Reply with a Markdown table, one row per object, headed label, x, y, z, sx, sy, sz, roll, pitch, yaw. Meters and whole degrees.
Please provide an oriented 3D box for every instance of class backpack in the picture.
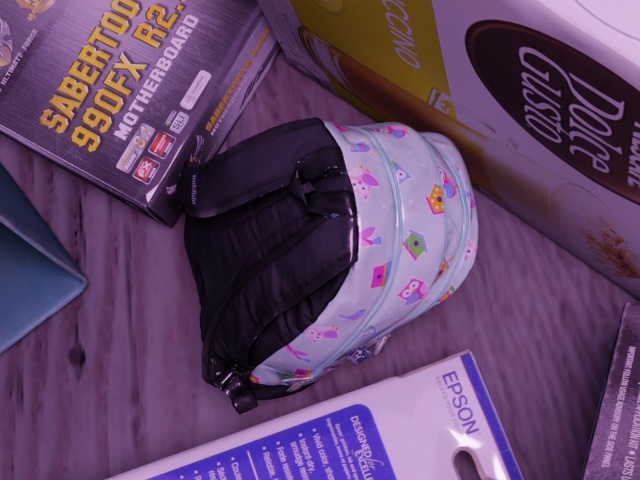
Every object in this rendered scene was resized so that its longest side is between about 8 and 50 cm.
| label | x | y | z | sx | sy | sz | roll | pitch | yaw |
| --- | --- | --- | --- | --- | --- | --- | --- | --- | --- |
| backpack | 0.000 | 0.000 | 0.717 | 0.115 | 0.182 | 0.152 | -7 | 71 | -35 |

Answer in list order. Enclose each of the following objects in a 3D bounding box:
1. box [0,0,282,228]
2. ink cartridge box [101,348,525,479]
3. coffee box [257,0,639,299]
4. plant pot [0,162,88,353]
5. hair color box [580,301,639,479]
| label | x | y | z | sx | sy | sz | roll | pitch | yaw |
| --- | --- | --- | --- | --- | --- | --- | --- | --- | --- |
| box | -0.119 | -0.150 | 0.846 | 0.183 | 0.056 | 0.231 | 29 | 82 | 17 |
| ink cartridge box | -0.041 | 0.195 | 0.712 | 0.332 | 0.065 | 0.165 | -19 | 72 | -5 |
| coffee box | 0.175 | -0.198 | 0.647 | 0.334 | 0.337 | 0.338 | 37 | 85 | 18 |
| plant pot | -0.296 | -0.035 | 0.802 | 0.165 | 0.165 | 0.234 | -36 | 63 | 1 |
| hair color box | 0.290 | 0.147 | 0.568 | 0.347 | 0.105 | 0.174 | 12 | 37 | 15 |
